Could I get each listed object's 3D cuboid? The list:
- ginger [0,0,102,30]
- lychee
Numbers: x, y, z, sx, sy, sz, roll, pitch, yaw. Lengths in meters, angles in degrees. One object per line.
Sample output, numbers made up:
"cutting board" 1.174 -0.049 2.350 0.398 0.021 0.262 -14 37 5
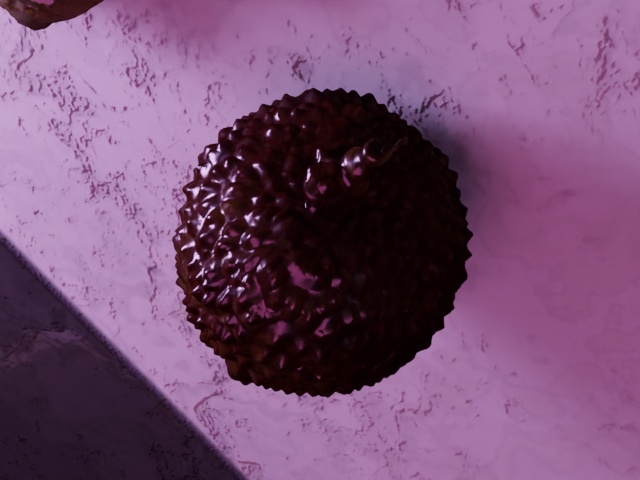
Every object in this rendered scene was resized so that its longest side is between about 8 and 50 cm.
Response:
"ginger" -0.218 -0.253 1.095 0.290 0.084 0.122 -2 130 27
"lychee" 0.000 0.000 1.072 0.264 0.264 0.300 29 143 2
